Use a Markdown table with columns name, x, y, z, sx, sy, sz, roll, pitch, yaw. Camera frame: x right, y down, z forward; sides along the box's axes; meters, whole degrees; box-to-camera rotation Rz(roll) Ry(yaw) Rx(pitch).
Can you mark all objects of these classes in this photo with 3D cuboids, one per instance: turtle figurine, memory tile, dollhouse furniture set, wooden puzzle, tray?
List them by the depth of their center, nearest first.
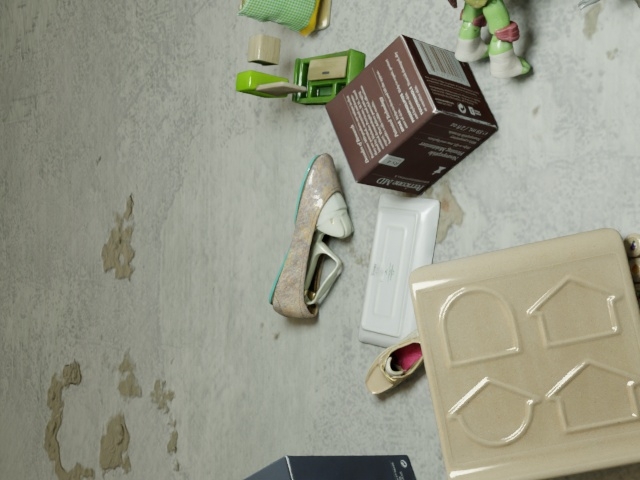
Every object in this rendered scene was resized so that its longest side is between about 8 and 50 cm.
| name | x | y | z | sx | sy | sz | roll | pitch | yaw |
| --- | --- | --- | --- | --- | --- | --- | --- | --- | --- |
| memory tile | 0.480 | 0.042 | 1.775 | 0.148 | 0.012 | 0.113 | -13 | 74 | 44 |
| wooden puzzle | 0.318 | 0.177 | 1.786 | 0.322 | 0.080 | 0.348 | -12 | 73 | 8 |
| turtle figurine | 0.299 | -0.418 | 1.938 | 0.197 | 0.275 | 0.266 | 9 | 127 | 20 |
| tray | 0.129 | 0.055 | 2.121 | 0.145 | 0.030 | 0.271 | 9 | 91 | 47 |
| dollhouse furniture set | -0.032 | -0.413 | 2.237 | 0.151 | 0.197 | 0.302 | 2 | 86 | 47 |

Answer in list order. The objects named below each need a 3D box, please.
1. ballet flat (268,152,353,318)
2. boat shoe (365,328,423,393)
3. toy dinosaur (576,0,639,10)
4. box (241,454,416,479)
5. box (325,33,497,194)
| name | x | y | z | sx | sy | sz | roll | pitch | yaw |
| --- | --- | --- | --- | --- | --- | --- | --- | --- | --- |
| ballet flat | 0.000 | 0.000 | 2.228 | 0.106 | 0.107 | 0.316 | 23 | 106 | 25 |
| boat shoe | 0.129 | 0.210 | 2.063 | 0.063 | 0.059 | 0.170 | 46 | 120 | 5 |
| toy dinosaur | 0.530 | -0.399 | 1.742 | 0.313 | 0.121 | 0.160 | 17 | 108 | 41 |
| box | -0.025 | 0.486 | 2.024 | 0.296 | 0.294 | 0.183 | -35 | 60 | 36 |
| box | 0.151 | -0.208 | 2.038 | 0.203 | 0.168 | 0.167 | -41 | 57 | 34 |
